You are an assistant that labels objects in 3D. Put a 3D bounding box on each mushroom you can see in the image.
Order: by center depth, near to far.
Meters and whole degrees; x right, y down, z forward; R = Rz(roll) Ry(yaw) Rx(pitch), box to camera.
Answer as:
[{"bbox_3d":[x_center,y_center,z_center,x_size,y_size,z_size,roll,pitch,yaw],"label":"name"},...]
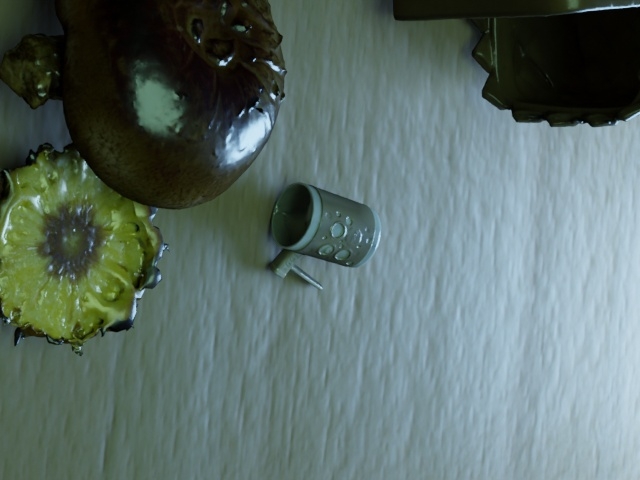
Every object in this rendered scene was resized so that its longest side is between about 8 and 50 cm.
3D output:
[{"bbox_3d":[-0.155,-0.177,1.893,0.278,0.163,0.297,-2,73,-34],"label":"mushroom"}]

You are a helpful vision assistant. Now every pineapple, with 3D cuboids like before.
[{"bbox_3d":[-0.251,0.004,1.923,0.225,0.076,0.224,-2,93,-36],"label":"pineapple"}]

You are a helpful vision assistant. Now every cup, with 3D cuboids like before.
[{"bbox_3d":[0.005,0.000,2.099,0.099,0.074,0.102,17,86,-35],"label":"cup"}]

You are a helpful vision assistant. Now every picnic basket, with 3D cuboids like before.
[{"bbox_3d":[0.263,-0.268,2.135,0.321,0.254,0.291,-11,103,-44],"label":"picnic basket"}]
